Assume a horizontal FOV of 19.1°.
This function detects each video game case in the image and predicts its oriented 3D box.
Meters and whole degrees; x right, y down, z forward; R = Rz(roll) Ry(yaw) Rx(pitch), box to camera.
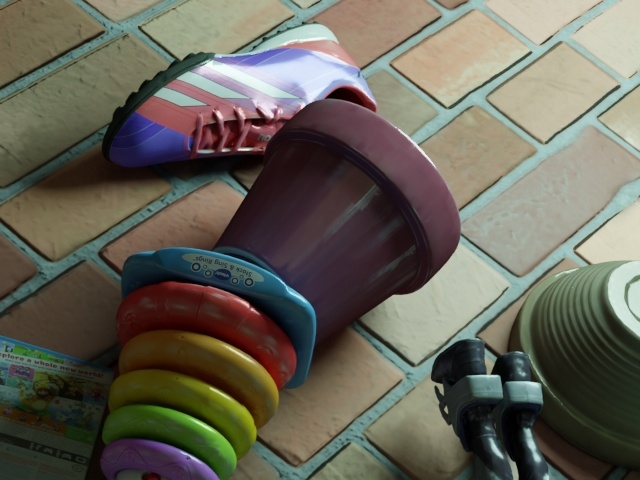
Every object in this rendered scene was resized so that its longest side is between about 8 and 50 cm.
[{"bbox_3d":[-0.250,0.158,1.622,0.119,0.015,0.166,17,44,-6],"label":"video game case"}]

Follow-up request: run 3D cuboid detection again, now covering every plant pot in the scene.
[{"bbox_3d":[0.312,0.099,1.844,0.237,0.110,0.237,12,46,-13],"label":"plant pot"},{"bbox_3d":[0.000,0.000,1.766,0.201,0.201,0.180,37,61,14],"label":"plant pot"}]

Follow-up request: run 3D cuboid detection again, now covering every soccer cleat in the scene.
[{"bbox_3d":[-0.076,-0.128,1.909,0.318,0.109,0.116,-24,65,-40],"label":"soccer cleat"}]

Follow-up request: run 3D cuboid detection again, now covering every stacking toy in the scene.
[{"bbox_3d":[-0.126,0.170,1.589,0.175,0.166,0.302,16,58,6],"label":"stacking toy"}]

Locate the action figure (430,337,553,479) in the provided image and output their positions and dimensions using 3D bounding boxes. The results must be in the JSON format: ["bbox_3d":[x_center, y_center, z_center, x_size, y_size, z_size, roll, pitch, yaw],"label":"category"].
[{"bbox_3d":[0.176,0.228,1.679,0.185,0.099,0.285,8,49,-25],"label":"action figure"}]
